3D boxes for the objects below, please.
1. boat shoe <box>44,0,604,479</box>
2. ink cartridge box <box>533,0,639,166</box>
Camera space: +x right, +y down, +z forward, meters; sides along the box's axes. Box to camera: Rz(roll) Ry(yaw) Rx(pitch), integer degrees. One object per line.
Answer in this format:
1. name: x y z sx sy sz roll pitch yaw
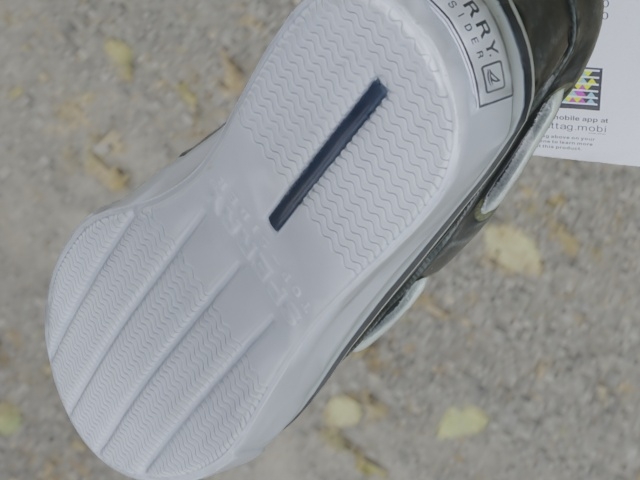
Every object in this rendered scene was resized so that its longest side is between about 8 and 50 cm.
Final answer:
1. boat shoe: 0.000 0.000 0.714 0.335 0.119 0.121 -40 76 49
2. ink cartridge box: 0.136 -0.243 0.938 0.130 0.309 0.272 5 141 10
